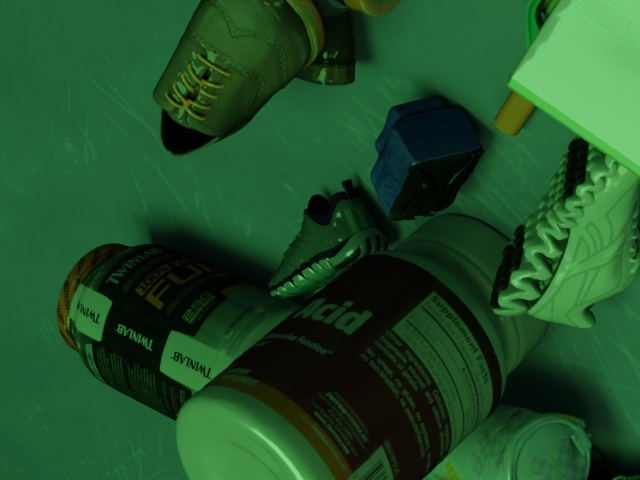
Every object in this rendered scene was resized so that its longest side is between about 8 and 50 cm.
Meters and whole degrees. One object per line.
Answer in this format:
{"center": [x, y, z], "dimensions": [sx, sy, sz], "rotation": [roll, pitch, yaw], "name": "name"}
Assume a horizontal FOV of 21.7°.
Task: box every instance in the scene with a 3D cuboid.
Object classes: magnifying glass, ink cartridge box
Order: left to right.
{"center": [0.218, -0.171, 1.595], "dimensions": [0.092, 0.026, 0.231], "rotation": [33, 149, 3], "name": "magnifying glass"}
{"center": [0.293, -0.185, 1.446], "dimensions": [0.171, 0.056, 0.235], "rotation": [36, 115, 11], "name": "ink cartridge box"}

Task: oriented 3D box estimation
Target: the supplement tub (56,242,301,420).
{"center": [-0.179, 0.129, 2.202], "dimensions": [0.338, 0.207, 0.207], "rotation": [21, 137, 36], "name": "supplement tub"}

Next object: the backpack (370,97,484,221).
{"center": [0.107, -0.084, 1.761], "dimensions": [0.120, 0.098, 0.101], "rotation": [108, 146, -52], "name": "backpack"}

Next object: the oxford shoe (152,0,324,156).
{"center": [-0.092, -0.174, 1.687], "dimensions": [0.130, 0.133, 0.363], "rotation": [37, 161, 2], "name": "oxford shoe"}

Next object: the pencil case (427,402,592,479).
{"center": [0.188, 0.230, 1.899], "dimensions": [0.113, 0.124, 0.273], "rotation": [42, 163, -26], "name": "pencil case"}

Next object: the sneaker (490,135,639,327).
{"center": [0.272, -0.018, 1.636], "dimensions": [0.118, 0.110, 0.292], "rotation": [23, 138, -4], "name": "sneaker"}

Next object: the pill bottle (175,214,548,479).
{"center": [0.055, 0.150, 1.771], "dimensions": [0.224, 0.392, 0.224], "rotation": [30, 141, 28], "name": "pill bottle"}

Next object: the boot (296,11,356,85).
{"center": [-0.042, -0.247, 1.819], "dimensions": [0.219, 0.082, 0.106], "rotation": [23, 118, 37], "name": "boot"}

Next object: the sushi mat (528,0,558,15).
{"center": [0.212, -0.335, 1.458], "dimensions": [0.151, 0.019, 0.316], "rotation": [45, 147, 8], "name": "sushi mat"}

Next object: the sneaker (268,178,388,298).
{"center": [0.000, 0.000, 2.004], "dimensions": [0.224, 0.083, 0.098], "rotation": [-30, 77, 52], "name": "sneaker"}

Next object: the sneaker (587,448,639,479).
{"center": [0.292, 0.288, 1.919], "dimensions": [0.262, 0.104, 0.125], "rotation": [3, 102, 49], "name": "sneaker"}

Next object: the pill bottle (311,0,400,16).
{"center": [-0.024, -0.304, 1.670], "dimensions": [0.246, 0.130, 0.130], "rotation": [27, 140, 32], "name": "pill bottle"}
